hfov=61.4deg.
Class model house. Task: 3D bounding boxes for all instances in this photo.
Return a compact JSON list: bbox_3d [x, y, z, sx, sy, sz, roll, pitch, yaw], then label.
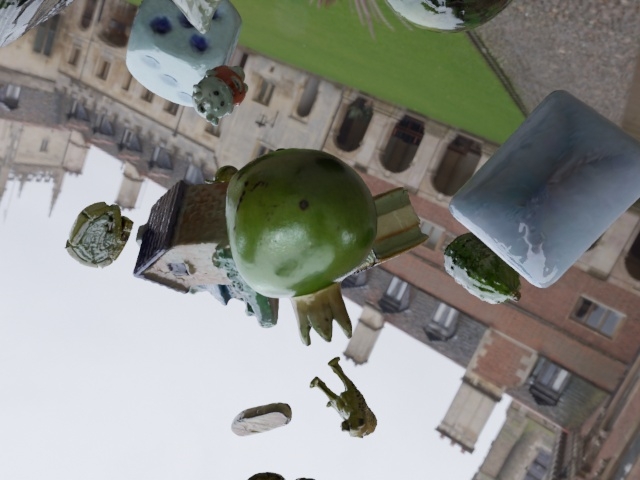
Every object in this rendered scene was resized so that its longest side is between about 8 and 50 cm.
[{"bbox_3d":[-0.242,0.037,1.161,0.281,0.312,0.245,-3,-128,3],"label":"model house"}]

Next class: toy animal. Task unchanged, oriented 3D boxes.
[{"bbox_3d":[0.055,0.298,0.926,0.136,0.073,0.181,44,164,40],"label":"toy animal"}]

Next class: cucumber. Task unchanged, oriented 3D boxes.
[{"bbox_3d":[0.347,0.069,1.101,0.135,0.134,0.244,20,-167,-10],"label":"cucumber"}]

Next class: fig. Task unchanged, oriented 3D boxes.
[{"bbox_3d":[-0.282,-0.180,1.591,0.084,0.082,0.098,26,-146,14],"label":"fig"}]

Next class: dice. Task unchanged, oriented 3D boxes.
[{"bbox_3d":[-0.396,-0.575,1.583,0.263,0.264,0.268,23,161,-13],"label":"dice"}]

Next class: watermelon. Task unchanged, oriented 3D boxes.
[{"bbox_3d":[0.271,-0.603,1.118,0.364,0.362,0.363,21,-167,-5],"label":"watermelon"}]

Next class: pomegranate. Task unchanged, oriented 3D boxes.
[{"bbox_3d":[0.000,0.000,0.947,0.216,0.358,0.310,-19,177,22],"label":"pomegranate"}]

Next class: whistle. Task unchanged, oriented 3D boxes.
[{"bbox_3d":[-0.235,-0.359,1.290,0.106,0.101,0.253,14,-142,7],"label":"whistle"}]

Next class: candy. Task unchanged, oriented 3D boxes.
[{"bbox_3d":[0.238,-0.055,0.557,0.138,0.174,0.071,45,-170,18],"label":"candy"}]

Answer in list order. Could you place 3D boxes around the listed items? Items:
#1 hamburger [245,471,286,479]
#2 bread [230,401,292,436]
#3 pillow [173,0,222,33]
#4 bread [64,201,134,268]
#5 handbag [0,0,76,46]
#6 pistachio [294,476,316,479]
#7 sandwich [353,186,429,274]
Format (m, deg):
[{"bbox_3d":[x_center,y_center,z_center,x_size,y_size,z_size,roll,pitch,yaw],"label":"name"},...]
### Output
[{"bbox_3d":[-0.068,0.400,0.693,0.186,0.177,0.113,-11,133,41],"label":"hamburger"},{"bbox_3d":[-0.144,0.425,1.298,0.073,0.214,0.053,43,-138,-20],"label":"bread"},{"bbox_3d":[-0.095,-0.393,0.551,0.185,0.302,0.075,46,-158,2],"label":"pillow"},{"bbox_3d":[-0.493,-0.014,1.203,0.118,0.156,0.064,23,-166,-28],"label":"bread"},{"bbox_3d":[-0.553,-0.520,0.956,0.240,0.340,0.247,45,143,-22],"label":"handbag"},{"bbox_3d":[-0.075,0.567,1.138,0.089,0.173,0.049,58,163,-15],"label":"pistachio"},{"bbox_3d":[0.111,-0.018,1.301,0.199,0.155,0.227,-23,-178,-36],"label":"sandwich"}]
